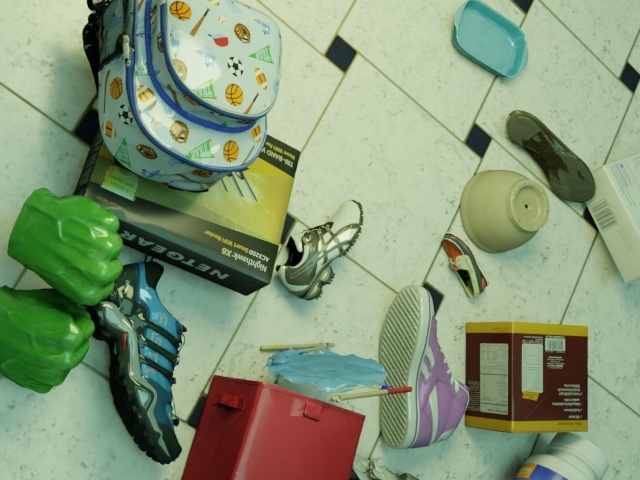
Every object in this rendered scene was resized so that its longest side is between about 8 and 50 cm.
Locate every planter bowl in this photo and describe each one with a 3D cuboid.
[{"bbox_3d":[0.359,-0.060,1.658,0.162,0.109,0.162,4,83,-30],"label":"planter bowl"}]

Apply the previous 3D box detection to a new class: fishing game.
[{"bbox_3d":[0.008,0.205,1.347,0.189,0.264,0.041,-1,100,-31],"label":"fishing game"}]

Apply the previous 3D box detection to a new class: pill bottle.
[{"bbox_3d":[0.412,0.489,1.609,0.152,0.152,0.272,48,64,-17],"label":"pill bottle"}]

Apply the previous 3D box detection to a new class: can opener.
[{"bbox_3d":[0.146,0.447,1.518,0.280,0.074,0.093,30,106,-23],"label":"can opener"}]

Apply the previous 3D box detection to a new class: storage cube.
[{"bbox_3d":[-0.073,0.324,1.327,0.215,0.183,0.193,24,74,-26],"label":"storage cube"}]

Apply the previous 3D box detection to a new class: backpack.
[{"bbox_3d":[-0.178,-0.208,1.214,0.276,0.213,0.264,11,74,-33],"label":"backpack"}]

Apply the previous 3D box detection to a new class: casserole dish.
[{"bbox_3d":[0.324,-0.388,1.711,0.188,0.037,0.114,25,73,-27],"label":"casserole dish"}]

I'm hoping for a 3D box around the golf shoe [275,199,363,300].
[{"bbox_3d":[0.000,0.000,1.464,0.094,0.077,0.198,39,67,-21],"label":"golf shoe"}]

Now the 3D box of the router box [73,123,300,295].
[{"bbox_3d":[-0.196,-0.087,1.330,0.308,0.081,0.243,25,61,-26],"label":"router box"}]

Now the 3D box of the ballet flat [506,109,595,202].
[{"bbox_3d":[0.459,-0.171,1.754,0.250,0.084,0.058,40,32,-18],"label":"ballet flat"}]

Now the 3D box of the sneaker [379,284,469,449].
[{"bbox_3d":[0.190,0.218,1.546,0.161,0.102,0.282,3,94,-33],"label":"sneaker"}]

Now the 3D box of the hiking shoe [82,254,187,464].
[{"bbox_3d":[-0.243,0.173,1.285,0.132,0.113,0.304,-20,95,-29],"label":"hiking shoe"}]

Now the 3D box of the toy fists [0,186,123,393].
[{"bbox_3d":[-0.352,0.072,1.179,0.142,0.096,0.279,27,100,9],"label":"toy fists"}]

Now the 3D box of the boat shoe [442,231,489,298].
[{"bbox_3d":[0.263,0.045,1.629,0.043,0.049,0.137,-44,111,-24],"label":"boat shoe"}]

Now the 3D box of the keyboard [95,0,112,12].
[{"bbox_3d":[-0.261,-0.387,1.374,0.192,0.038,0.100,-19,94,-31],"label":"keyboard"}]

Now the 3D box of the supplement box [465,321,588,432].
[{"bbox_3d":[0.381,0.251,1.627,0.191,0.129,0.194,6,82,-30],"label":"supplement box"}]

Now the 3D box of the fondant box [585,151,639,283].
[{"bbox_3d":[0.722,-0.073,1.845,0.330,0.096,0.238,-18,79,-29],"label":"fondant box"}]
